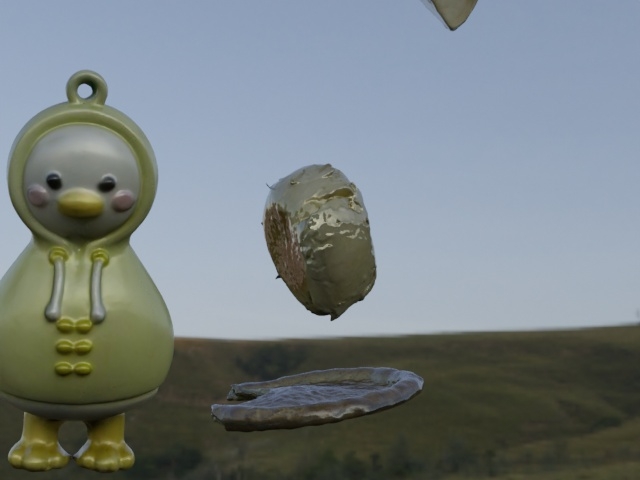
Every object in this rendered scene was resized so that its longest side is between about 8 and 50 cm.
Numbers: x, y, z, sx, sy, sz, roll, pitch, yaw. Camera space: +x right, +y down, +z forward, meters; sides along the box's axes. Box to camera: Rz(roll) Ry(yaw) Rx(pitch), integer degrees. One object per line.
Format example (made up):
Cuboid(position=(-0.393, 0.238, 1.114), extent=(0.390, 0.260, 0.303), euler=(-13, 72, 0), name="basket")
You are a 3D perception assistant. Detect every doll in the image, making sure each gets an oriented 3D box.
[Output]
Cuboid(position=(-0.175, 0.027, 0.756), extent=(0.141, 0.296, 0.117), euler=(3, 21, -5), name="doll")

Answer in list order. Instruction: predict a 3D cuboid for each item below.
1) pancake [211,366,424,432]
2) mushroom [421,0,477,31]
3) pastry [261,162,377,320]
Cuboid(position=(-0.015, 0.185, 1.252), extent=(0.286, 0.033, 0.288), euler=(-4, 1, 44), name="pancake")
Cuboid(position=(0.157, -0.361, 1.210), extent=(0.108, 0.247, 0.096), euler=(13, -21, 33), name="mushroom")
Cuboid(position=(0.000, 0.000, 1.074), extent=(0.088, 0.166, 0.166), euler=(-21, -9, -17), name="pastry")
